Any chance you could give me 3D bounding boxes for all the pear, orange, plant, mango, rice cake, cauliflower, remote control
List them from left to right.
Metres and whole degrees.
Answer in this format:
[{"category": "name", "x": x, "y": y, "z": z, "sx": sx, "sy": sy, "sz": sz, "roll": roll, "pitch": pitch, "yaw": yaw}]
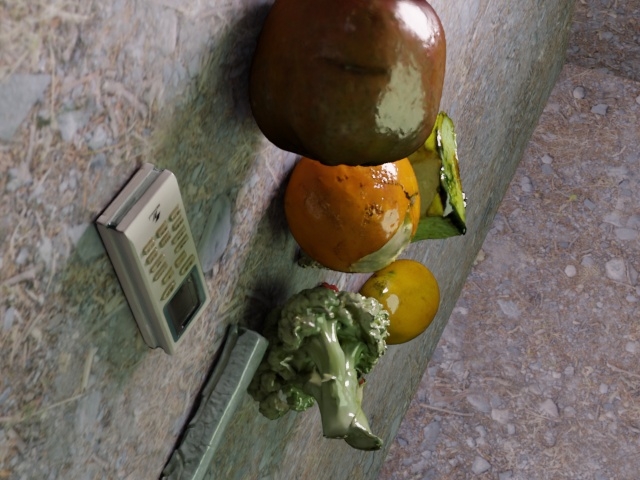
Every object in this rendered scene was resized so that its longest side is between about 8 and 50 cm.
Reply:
[{"category": "remote control", "x": -0.202, "y": 0.033, "z": 1.112, "sx": 0.103, "sy": 0.055, "sz": 0.277, "roll": -57, "pitch": 158, "yaw": -31}, {"category": "rice cake", "x": -0.181, "y": 0.299, "z": 1.438, "sx": 0.336, "sy": 0.063, "sz": 0.066, "roll": -66, "pitch": 158, "yaw": -12}, {"category": "cauliflower", "x": -0.010, "y": 0.221, "z": 1.555, "sx": 0.281, "sy": 0.260, "sz": 0.327, "roll": -79, "pitch": 166, "yaw": -46}, {"category": "plant", "x": 0.000, "y": 0.000, "z": 1.654, "sx": 0.116, "sy": 0.104, "sz": 0.122, "roll": -175, "pitch": -104, "yaw": -75}, {"category": "orange", "x": 0.057, "y": -0.063, "z": 1.479, "sx": 0.240, "sy": 0.240, "sz": 0.240, "roll": -55, "pitch": 156, "yaw": -38}, {"category": "pear", "x": 0.137, "y": -0.117, "z": 1.669, "sx": 0.164, "sy": 0.255, "sz": 0.238, "roll": 29, "pitch": 56, "yaw": -61}, {"category": "mango", "x": 0.184, "y": 0.152, "z": 2.155, "sx": 0.317, "sy": 0.173, "sz": 0.211, "roll": -2, "pitch": 111, "yaw": -63}]

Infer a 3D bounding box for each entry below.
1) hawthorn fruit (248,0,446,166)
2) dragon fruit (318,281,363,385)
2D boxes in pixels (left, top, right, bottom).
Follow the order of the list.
[{"category": "hawthorn fruit", "x": 0.039, "y": -0.251, "z": 1.195, "sx": 0.268, "sy": 0.267, "sz": 0.301, "roll": -9, "pitch": 108, "yaw": -69}, {"category": "dragon fruit", "x": 0.044, "y": 0.209, "z": 1.843, "sx": 0.205, "sy": 0.152, "sz": 0.317, "roll": -64, "pitch": 160, "yaw": -20}]
